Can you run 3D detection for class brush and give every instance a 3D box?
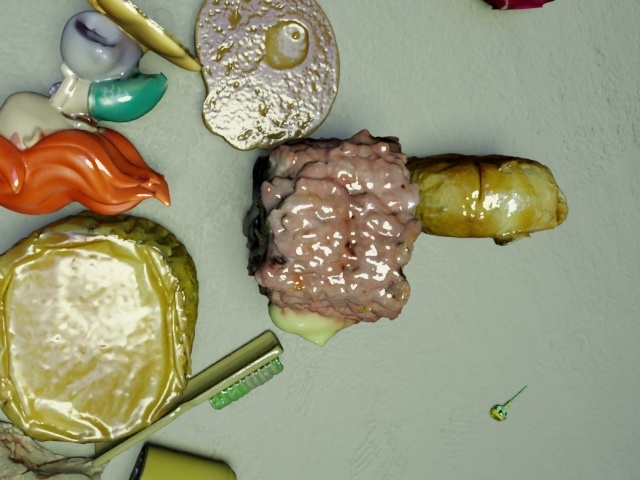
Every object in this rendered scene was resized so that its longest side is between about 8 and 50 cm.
[{"bbox_3d":[-0.174,0.219,0.665,0.282,0.054,0.048,-30,115,-8],"label":"brush"}]

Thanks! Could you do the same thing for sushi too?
[{"bbox_3d":[0.000,0.000,0.557,0.171,0.270,0.236,3,87,-11],"label":"sushi"}]

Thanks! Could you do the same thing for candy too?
[{"bbox_3d":[0.321,0.273,0.824,0.083,0.025,0.023,-40,135,-14],"label":"candy"}]

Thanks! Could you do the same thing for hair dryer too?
[{"bbox_3d":[-0.231,0.423,0.680,0.135,0.090,0.278,23,100,-20],"label":"hair dryer"}]

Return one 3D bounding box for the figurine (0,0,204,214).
[{"bbox_3d":[-0.251,-0.126,0.522,0.257,0.181,0.208,-53,137,7],"label":"figurine"}]

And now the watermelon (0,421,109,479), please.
[{"bbox_3d":[-0.388,0.338,0.564,0.193,0.310,0.231,30,54,-18],"label":"watermelon"}]

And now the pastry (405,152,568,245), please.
[{"bbox_3d":[0.201,-0.064,0.646,0.229,0.218,0.100,1,106,21],"label":"pastry"}]

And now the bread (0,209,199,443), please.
[{"bbox_3d":[-0.261,0.094,0.574,0.227,0.142,0.253,2,97,-14],"label":"bread"}]

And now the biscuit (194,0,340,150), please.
[{"bbox_3d":[-0.067,-0.220,0.612,0.181,0.049,0.208,-10,103,-13],"label":"biscuit"}]

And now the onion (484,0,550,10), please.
[{"bbox_3d":[0.273,-0.350,0.610,0.173,0.198,0.135,-9,133,-16],"label":"onion"}]
